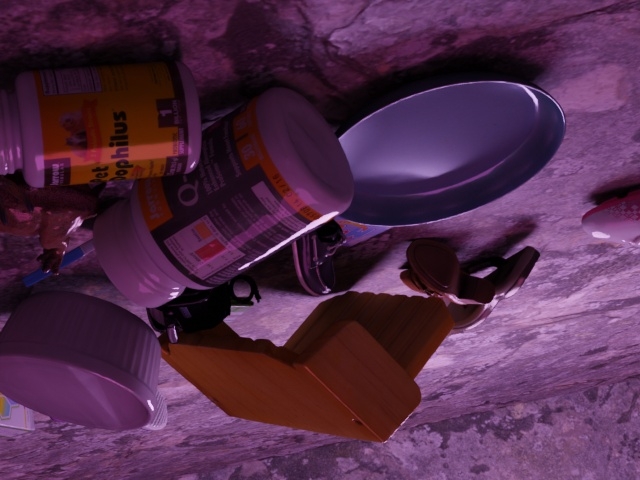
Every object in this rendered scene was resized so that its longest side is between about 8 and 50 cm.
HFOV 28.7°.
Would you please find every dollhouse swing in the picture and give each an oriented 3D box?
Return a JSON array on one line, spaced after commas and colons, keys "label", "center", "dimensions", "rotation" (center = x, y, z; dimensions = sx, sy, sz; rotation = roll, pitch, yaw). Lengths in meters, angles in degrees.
[{"label": "dollhouse swing", "center": [-0.010, 0.135, 2.016], "dimensions": [0.347, 0.305, 0.315], "rotation": [2, 145, 44]}]

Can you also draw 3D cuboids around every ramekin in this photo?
[{"label": "ramekin", "center": [-0.369, 0.181, 1.920], "dimensions": [0.273, 0.127, 0.273], "rotation": [12, 152, 7]}]

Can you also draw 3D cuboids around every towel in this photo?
[{"label": "towel", "center": [-0.199, 0.132, 2.181], "dimensions": [0.113, 0.023, 0.152], "rotation": [0, 157, -38]}]

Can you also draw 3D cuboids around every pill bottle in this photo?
[{"label": "pill bottle", "center": [-0.233, -0.115, 1.253], "dimensions": [0.215, 0.117, 0.117], "rotation": [-7, 161, -15]}, {"label": "pill bottle", "center": [0.248, 0.141, 2.372], "dimensions": [0.043, 0.083, 0.043], "rotation": [-10, 162, -3]}, {"label": "pill bottle", "center": [-0.114, -0.042, 1.422], "dimensions": [0.278, 0.162, 0.162], "rotation": [-30, 156, 23]}]

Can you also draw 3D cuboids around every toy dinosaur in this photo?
[{"label": "toy dinosaur", "center": [-0.330, -0.048, 1.406], "dimensions": [0.296, 0.127, 0.200], "rotation": [-2, 153, -44]}]

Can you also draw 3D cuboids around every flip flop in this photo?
[{"label": "flip flop", "center": [0.285, 0.073, 2.191], "dimensions": [0.080, 0.112, 0.277], "rotation": [32, 151, -6]}]

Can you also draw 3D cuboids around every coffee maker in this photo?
[{"label": "coffee maker", "center": [-0.187, 0.058, 1.841], "dimensions": [0.171, 0.120, 0.178], "rotation": [-28, 165, -8]}]

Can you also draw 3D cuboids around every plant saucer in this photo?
[{"label": "plant saucer", "center": [0.143, -0.115, 1.542], "dimensions": [0.318, 0.043, 0.317], "rotation": [-11, 153, -6]}]

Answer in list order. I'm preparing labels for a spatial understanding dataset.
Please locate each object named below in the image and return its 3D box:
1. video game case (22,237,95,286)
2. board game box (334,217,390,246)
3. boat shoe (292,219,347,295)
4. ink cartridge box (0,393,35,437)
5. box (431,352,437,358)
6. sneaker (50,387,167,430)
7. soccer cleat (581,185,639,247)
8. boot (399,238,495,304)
[{"label": "video game case", "center": [-0.293, 0.005, 1.616], "dimensions": [0.119, 0.015, 0.166], "rotation": [-26, -174, 36]}, {"label": "board game box", "center": [0.067, -0.052, 1.756], "dimensions": [0.212, 0.039, 0.160], "rotation": [-25, 158, 37]}, {"label": "boat shoe", "center": [0.000, 0.000, 1.691], "dimensions": [0.065, 0.075, 0.206], "rotation": [1, 134, 18]}, {"label": "ink cartridge box", "center": [-0.601, 0.287, 2.247], "dimensions": [0.062, 0.109, 0.209], "rotation": [-18, 160, 17]}, {"label": "box", "center": [0.170, 0.191, 2.466], "dimensions": [0.102, 0.087, 0.101], "rotation": [-13, 162, 5]}, {"label": "sneaker", "center": [-0.437, 0.323, 2.494], "dimensions": [0.161, 0.102, 0.282], "rotation": [-17, 151, 28]}, {"label": "soccer cleat", "center": [0.586, -0.014, 2.019], "dimensions": [0.331, 0.143, 0.116], "rotation": [-6, 161, -16]}, {"label": "boot", "center": [0.180, 0.056, 2.107], "dimensions": [0.197, 0.073, 0.152], "rotation": [34, 165, -31]}]
